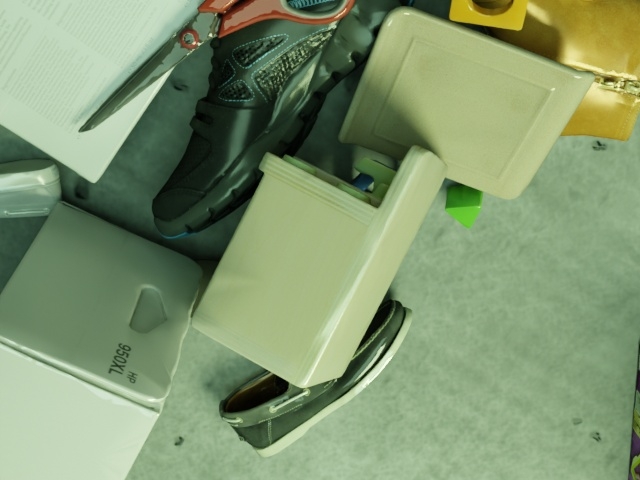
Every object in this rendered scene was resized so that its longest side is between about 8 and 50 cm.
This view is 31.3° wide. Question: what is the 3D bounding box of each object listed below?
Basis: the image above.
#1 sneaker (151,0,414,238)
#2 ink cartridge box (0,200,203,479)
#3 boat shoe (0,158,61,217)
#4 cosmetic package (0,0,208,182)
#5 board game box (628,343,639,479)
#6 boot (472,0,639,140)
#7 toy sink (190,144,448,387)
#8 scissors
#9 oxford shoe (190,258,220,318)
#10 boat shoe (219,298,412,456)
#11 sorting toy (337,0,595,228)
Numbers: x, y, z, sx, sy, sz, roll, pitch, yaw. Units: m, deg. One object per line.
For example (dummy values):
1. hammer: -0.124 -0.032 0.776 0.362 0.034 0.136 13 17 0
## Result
1. sneaker: -0.061 -0.150 1.093 0.140 0.125 0.341 41 98 0
2. ink cartridge box: -0.279 0.200 1.094 0.166 0.285 0.395 26 112 -11
3. boat shoe: -0.349 -0.037 1.141 0.184 0.066 0.063 -11 110 -9
4. cosmetic package: -0.221 -0.285 1.032 0.284 0.097 0.377 33 106 -16
5. board game box: 0.387 0.266 1.131 0.056 0.347 0.208 1 111 -6
6. boot: 0.224 -0.234 1.061 0.211 0.104 0.295 5 123 4
7. toy sink: 0.000 0.000 1.056 0.131 0.153 0.234 28 95 13
8. scissors: -0.106 -0.199 1.014 0.297 0.021 0.109 -23 108 10
9. oxford shoe: -0.056 0.060 1.187 0.212 0.076 0.076 12 108 10
10. boat shoe: -0.004 0.135 1.205 0.233 0.084 0.079 -38 108 14
11. sorting toy: 0.132 -0.132 1.065 0.196 0.047 0.347 17 142 -5
